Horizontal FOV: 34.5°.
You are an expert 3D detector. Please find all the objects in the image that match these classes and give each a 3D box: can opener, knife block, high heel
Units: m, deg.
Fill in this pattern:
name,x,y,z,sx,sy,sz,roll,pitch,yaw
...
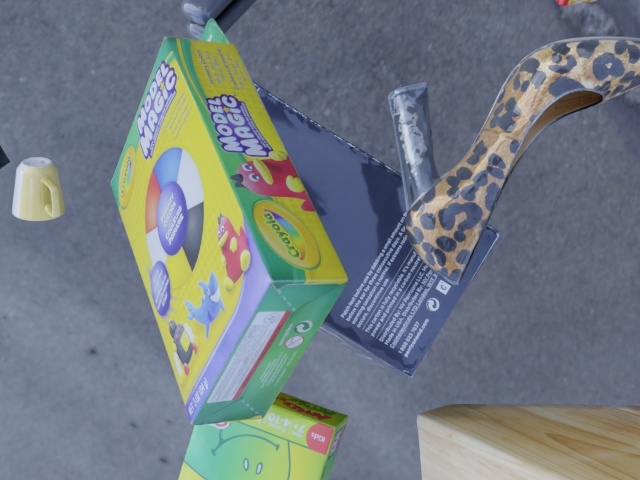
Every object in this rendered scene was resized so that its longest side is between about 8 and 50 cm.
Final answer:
name,x,y,z,sx,sy,sz,roll,pitch,yaw
can opener,-0.052,-0.350,1.301,0.095,0.283,0.076,31,158,20
knife block,0.163,0.156,0.489,0.276,0.242,0.088,-2,99,18
high heel,0.195,-0.069,0.895,0.261,0.186,0.093,-13,163,14

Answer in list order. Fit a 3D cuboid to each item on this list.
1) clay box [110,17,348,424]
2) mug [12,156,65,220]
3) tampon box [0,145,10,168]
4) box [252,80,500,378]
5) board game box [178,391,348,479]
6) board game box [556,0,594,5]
name,x,y,z,sx,sy,sz,roll,pitch,yaw
clay box,-0.068,-0.019,0.609,0.053,0.222,0.127,-1,137,-33
mug,-0.330,-0.063,1.229,0.078,0.062,0.064,12,115,18
tampon box,-0.506,-0.100,1.308,0.120,0.161,0.101,12,136,42
box,0.000,0.000,1.188,0.312,0.179,0.343,33,175,2
board game box,-0.054,0.191,0.696,0.092,0.043,0.181,18,95,12
board game box,0.206,-0.312,0.829,0.146,0.045,0.193,58,148,31
